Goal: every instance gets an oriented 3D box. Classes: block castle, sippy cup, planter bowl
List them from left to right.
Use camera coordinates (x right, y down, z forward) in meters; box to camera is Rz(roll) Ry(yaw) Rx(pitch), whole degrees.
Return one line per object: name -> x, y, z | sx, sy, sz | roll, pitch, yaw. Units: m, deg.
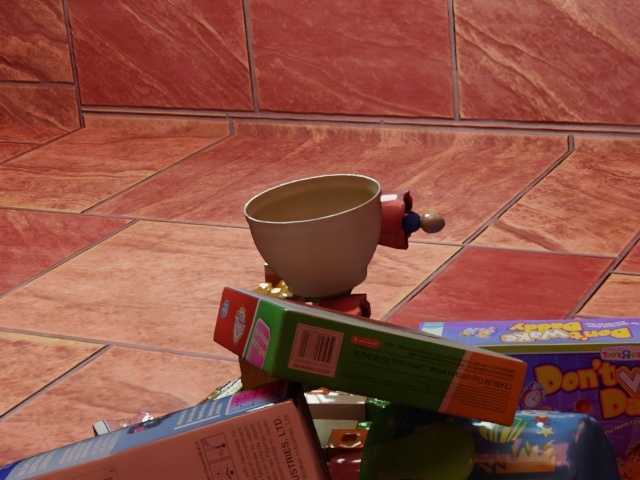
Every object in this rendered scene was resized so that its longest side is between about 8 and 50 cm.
planter bowl -> 0.000, 0.000, 1.685 | 0.162, 0.109, 0.162 | -10, 19, 3
block castle -> 0.048, 0.139, 1.883 | 0.212, 0.303, 0.453 | 0, 21, 11
sippy cup -> 0.188, 0.272, 1.498 | 0.224, 0.240, 0.305 | -10, 6, 28

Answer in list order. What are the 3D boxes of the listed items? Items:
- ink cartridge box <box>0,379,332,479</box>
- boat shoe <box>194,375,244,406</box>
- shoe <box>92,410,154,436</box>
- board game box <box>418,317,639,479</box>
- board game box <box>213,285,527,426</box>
ink cartridge box -> -0.170, 0.316, 1.372 | 0.395, 0.270, 0.151 | -17, 2, 1
boat shoe -> -0.126, 0.224, 2.045 | 0.060, 0.064, 0.178 | 10, 27, 34
shoe -> -0.249, 0.275, 1.929 | 0.081, 0.063, 0.178 | -16, 17, -15
board game box -> 0.292, 0.213, 1.703 | 0.347, 0.233, 0.078 | -2, 19, 10
board game box -> 0.037, 0.112, 1.462 | 0.242, 0.064, 0.316 | 13, -1, -13
